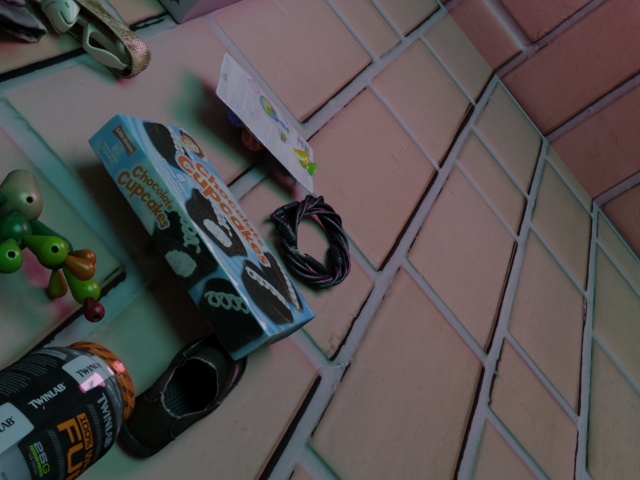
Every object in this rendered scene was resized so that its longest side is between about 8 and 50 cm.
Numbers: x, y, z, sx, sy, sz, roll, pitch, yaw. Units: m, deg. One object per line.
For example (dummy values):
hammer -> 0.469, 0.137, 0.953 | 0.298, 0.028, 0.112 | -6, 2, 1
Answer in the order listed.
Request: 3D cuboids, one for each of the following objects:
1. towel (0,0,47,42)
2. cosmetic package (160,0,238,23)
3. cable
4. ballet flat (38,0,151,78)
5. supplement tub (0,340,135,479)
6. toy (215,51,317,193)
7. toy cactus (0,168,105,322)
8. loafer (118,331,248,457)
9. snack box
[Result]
towel -> -0.458, -0.386, 0.906 | 0.324, 0.056, 0.312 | 55, 7, 0
cosmetic package -> -0.186, -0.579, 1.476 | 0.230, 0.161, 0.453 | 50, 31, -8
cable -> 0.000, 0.000, 1.270 | 0.150, 0.047, 0.184 | 58, 30, 6
ballet flat -> -0.324, -0.299, 1.095 | 0.206, 0.073, 0.067 | 35, 44, -26
supplement tub -> -0.253, 0.165, 0.681 | 0.117, 0.117, 0.190 | 54, 31, -1
toy -> -0.099, -0.181, 1.304 | 0.237, 0.056, 0.136 | 42, 28, -29
toy cactus -> -0.314, -0.009, 0.813 | 0.219, 0.112, 0.180 | 32, 18, -30
loafer -> -0.133, 0.161, 0.889 | 0.080, 0.078, 0.220 | 52, 30, -5
snack box -> -0.142, -0.009, 1.008 | 0.321, 0.060, 0.187 | 55, 14, 8
